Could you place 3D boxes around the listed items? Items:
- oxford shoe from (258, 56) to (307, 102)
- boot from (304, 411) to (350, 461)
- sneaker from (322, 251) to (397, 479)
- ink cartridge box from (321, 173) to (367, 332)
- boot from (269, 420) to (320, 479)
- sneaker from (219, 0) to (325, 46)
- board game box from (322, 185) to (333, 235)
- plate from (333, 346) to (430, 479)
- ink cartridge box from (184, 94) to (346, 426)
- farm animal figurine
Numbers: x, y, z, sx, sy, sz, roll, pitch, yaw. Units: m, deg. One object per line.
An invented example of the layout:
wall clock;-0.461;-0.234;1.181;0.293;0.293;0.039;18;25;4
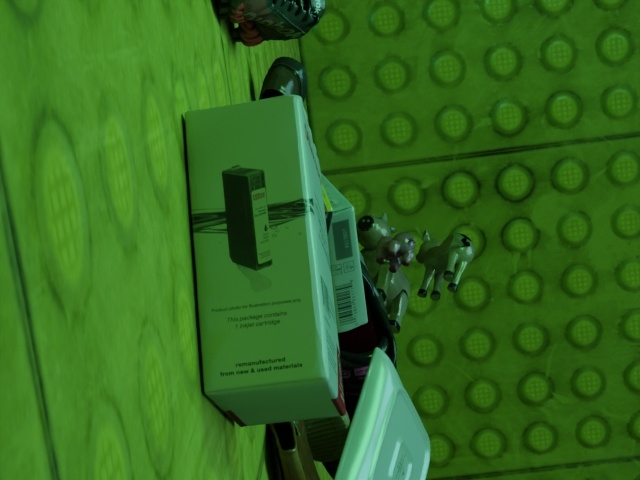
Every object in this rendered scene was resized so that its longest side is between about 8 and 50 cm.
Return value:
oxford shoe;-0.066;-0.167;1.891;0.096;0.083;0.227;-61;153;-45
boot;-0.007;0.191;1.845;0.207;0.090;0.248;-90;169;-52
sneaker;0.049;0.234;2.032;0.202;0.185;0.482;-156;-132;-87
ink cartridge box;0.000;0.000;1.769;0.232;0.066;0.189;-135;-147;-59
boot;-0.003;0.360;1.500;0.264;0.096;0.280;-91;173;-61
sneaker;-0.063;-0.321;1.568;0.276;0.135;0.097;38;47;-84
board game box;-0.039;-0.068;1.639;0.141;0.048;0.170;99;-28;-59
plate;0.108;0.352;1.874;0.278;0.045;0.277;64;35;-44
ink cartridge box;-0.050;0.025;1.161;0.197;0.114;0.272;72;12;-71
farm animal figurine;0.128;0.041;2.328;0.326;0.330;0.172;88;19;-52
